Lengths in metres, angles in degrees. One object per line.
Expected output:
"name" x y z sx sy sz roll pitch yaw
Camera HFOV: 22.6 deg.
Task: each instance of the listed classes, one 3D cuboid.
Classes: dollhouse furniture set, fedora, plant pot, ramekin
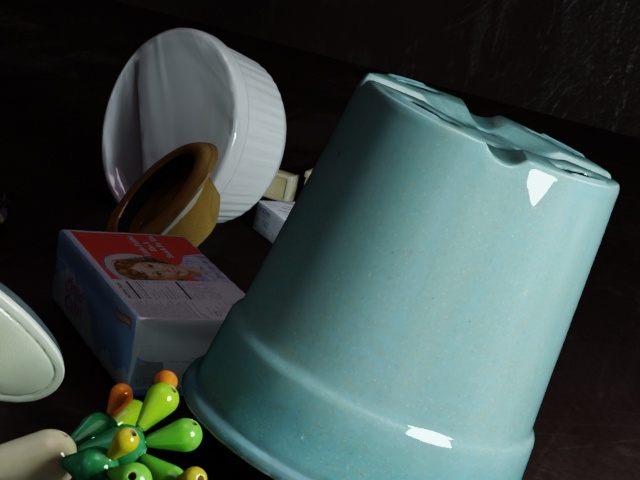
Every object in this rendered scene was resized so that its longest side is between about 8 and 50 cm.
"dollhouse furniture set" 0.018 -0.127 2.389 0.182 0.160 0.101 18 17 16
"fedora" -0.183 -0.034 1.997 0.079 0.194 0.194 46 1 -27
"plant pot" 0.090 0.045 1.467 0.341 0.334 0.341 21 13 -5
"ramekin" -0.164 -0.144 2.161 0.127 0.272 0.273 11 12 -47

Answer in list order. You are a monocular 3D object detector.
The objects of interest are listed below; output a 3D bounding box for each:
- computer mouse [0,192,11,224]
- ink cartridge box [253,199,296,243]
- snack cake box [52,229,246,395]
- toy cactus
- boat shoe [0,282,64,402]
"computer mouse" -0.483 -0.048 1.982 0.193 0.042 0.106 15 20 -12
"ink cartridge box" 0.000 0.000 2.159 0.097 0.046 0.207 1 20 -32
"snack cake box" -0.176 0.074 1.713 0.152 0.089 0.264 2 19 -27
"toy cactus" -0.189 0.186 1.361 0.181 0.112 0.219 -9 22 -4
"boat shoe" -0.382 0.029 1.488 0.340 0.127 0.113 28 29 -17
